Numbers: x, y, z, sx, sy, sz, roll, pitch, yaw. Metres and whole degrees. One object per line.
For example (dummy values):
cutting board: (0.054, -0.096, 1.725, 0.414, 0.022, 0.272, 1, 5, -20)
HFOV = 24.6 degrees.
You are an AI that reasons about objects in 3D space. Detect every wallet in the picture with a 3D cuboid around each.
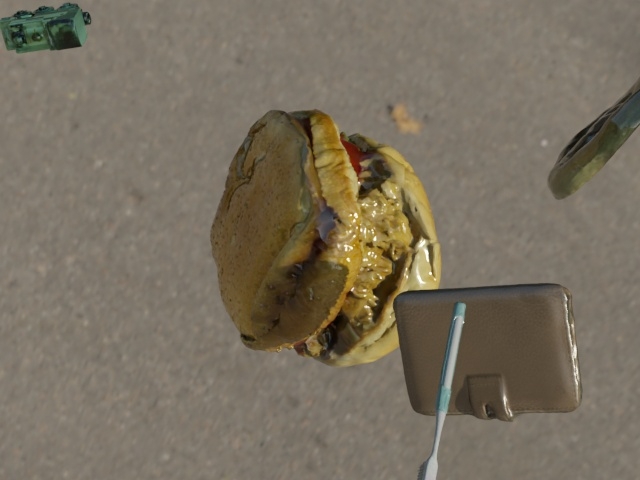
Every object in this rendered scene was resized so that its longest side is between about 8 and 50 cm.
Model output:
wallet: (0.140, 0.093, 1.220, 0.153, 0.117, 0.039, -3, 10, 23)

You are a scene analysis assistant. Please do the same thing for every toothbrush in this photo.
toothbrush: (0.093, 0.117, 1.120, 0.011, 0.014, 0.167, 30, 53, -22)

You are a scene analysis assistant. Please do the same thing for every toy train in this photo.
toy train: (-0.248, -0.189, 1.313, 0.083, 0.033, 0.053, -8, 27, 8)

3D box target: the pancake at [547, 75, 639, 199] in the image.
pancake: (0.372, -0.160, 1.753, 0.049, 0.294, 0.294, 44, 44, 4)

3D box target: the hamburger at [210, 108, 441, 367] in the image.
hamburger: (0.000, 0.000, 1.427, 0.163, 0.244, 0.244, 9, 45, -28)
